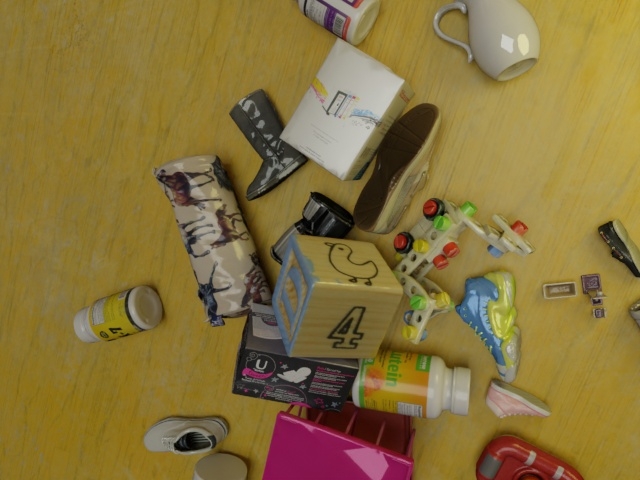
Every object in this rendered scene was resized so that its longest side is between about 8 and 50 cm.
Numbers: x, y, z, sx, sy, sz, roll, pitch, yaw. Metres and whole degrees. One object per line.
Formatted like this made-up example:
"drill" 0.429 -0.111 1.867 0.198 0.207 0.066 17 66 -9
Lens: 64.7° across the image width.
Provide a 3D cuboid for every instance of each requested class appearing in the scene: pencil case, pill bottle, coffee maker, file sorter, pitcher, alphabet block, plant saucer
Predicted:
"pencil case" -0.262 -0.007 1.214 0.184 0.160 0.410 -20 91 3
"pill bottle" 0.021 -0.518 1.093 0.194 0.108 0.108 36 105 10
"pill bottle" -0.539 0.201 1.345 0.209 0.119 0.119 -18 91 19
"coffee maker" 0.000 0.000 1.171 0.171 0.120 0.178 30 109 -29
"pill bottle" -0.273 0.714 1.304 0.161 0.160 0.282 11 100 15
"file sorter" 0.047 0.485 1.120 0.291 0.182 0.202 15 100 14
"pill bottle" 0.203 0.319 1.125 0.246 0.136 0.136 4 98 16
"pitcher" 0.331 -0.418 1.017 0.178 0.126 0.207 -27 77 38
"alphabet block" 0.026 0.119 1.067 0.197 0.192 0.193 6 121 -22
"plant saucer" 0.096 0.506 1.228 0.259 0.048 0.258 0 96 16

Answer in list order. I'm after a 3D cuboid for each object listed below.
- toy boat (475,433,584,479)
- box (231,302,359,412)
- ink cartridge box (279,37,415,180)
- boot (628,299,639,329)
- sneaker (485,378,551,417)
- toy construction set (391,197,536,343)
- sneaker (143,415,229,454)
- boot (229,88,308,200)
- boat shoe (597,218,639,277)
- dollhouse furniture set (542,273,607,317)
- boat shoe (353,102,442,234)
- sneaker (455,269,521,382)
"toy boat" 0.450 0.530 1.068 0.231 0.151 0.150 24 103 13
"box" -0.055 0.256 1.127 0.247 0.163 0.142 14 118 -11
"ink cartridge box" 0.062 -0.269 1.078 0.168 0.171 0.232 36 105 10
"boot" 0.734 0.112 0.960 0.258 0.095 0.123 -37 92 18
"sneaker" 0.428 0.365 1.109 0.134 0.051 0.070 24 104 16
"toy construction set" 0.261 0.042 1.049 0.328 0.151 0.215 -41 49 18
"sneaker" -0.375 0.524 1.348 0.258 0.091 0.094 -17 91 18
"boot" -0.153 -0.224 1.199 0.190 0.076 0.208 -38 92 3
"boat shoe" 0.609 0.020 1.017 0.042 0.049 0.133 -32 94 46
"dollhouse furniture set" 0.523 0.125 1.033 0.114 0.081 0.090 -8 94 18
"boat shoe" 0.181 -0.149 1.100 0.109 0.098 0.302 41 111 44
"sneaker" 0.363 0.184 1.096 0.126 0.091 0.240 -3 89 29
